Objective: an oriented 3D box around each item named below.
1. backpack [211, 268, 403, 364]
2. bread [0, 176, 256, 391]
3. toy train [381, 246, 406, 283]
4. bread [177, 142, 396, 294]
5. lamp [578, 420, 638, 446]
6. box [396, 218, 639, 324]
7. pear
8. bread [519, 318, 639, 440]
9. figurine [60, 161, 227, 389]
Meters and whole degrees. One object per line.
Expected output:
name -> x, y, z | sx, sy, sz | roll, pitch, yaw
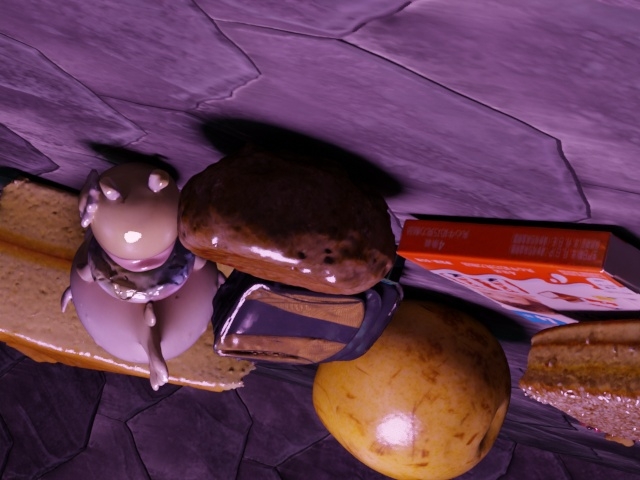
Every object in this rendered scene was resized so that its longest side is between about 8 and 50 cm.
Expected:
backpack -> -0.011, 0.078, 1.727 | 0.258, 0.133, 0.206 | 13, 133, -27
bread -> -0.268, 0.069, 1.902 | 0.362, 0.233, 0.245 | 9, 166, 16
toy train -> 0.000, 0.000, 1.621 | 0.209, 0.044, 0.042 | 20, 170, -14
bread -> -0.035, -0.022, 1.370 | 0.230, 0.123, 0.230 | 13, 173, 2
lamp -> 0.486, 0.249, 1.974 | 0.253, 0.118, 0.118 | 17, 169, -20
box -> 0.265, 0.045, 1.439 | 0.265, 0.048, 0.273 | 25, 166, -40
pear -> 0.132, 0.207, 1.899 | 0.281, 0.280, 0.281 | 16, 169, 3
bread -> 0.355, 0.147, 1.431 | 0.184, 0.110, 0.234 | 24, 166, -28
figurine -> -0.217, 0.038, 1.677 | 0.227, 0.274, 0.394 | -10, 152, -10
